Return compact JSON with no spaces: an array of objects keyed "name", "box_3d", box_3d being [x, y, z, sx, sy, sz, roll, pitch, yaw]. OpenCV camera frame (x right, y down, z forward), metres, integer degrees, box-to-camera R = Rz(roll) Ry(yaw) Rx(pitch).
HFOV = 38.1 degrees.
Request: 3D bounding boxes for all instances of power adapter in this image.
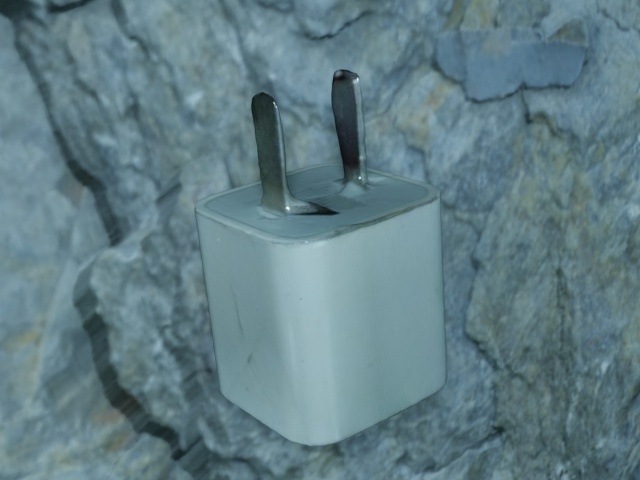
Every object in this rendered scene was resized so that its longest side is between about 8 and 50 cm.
[{"name":"power adapter","box_3d":[0.000,0.000,0.581,0.130,0.125,0.205,-18,114,-34]}]
